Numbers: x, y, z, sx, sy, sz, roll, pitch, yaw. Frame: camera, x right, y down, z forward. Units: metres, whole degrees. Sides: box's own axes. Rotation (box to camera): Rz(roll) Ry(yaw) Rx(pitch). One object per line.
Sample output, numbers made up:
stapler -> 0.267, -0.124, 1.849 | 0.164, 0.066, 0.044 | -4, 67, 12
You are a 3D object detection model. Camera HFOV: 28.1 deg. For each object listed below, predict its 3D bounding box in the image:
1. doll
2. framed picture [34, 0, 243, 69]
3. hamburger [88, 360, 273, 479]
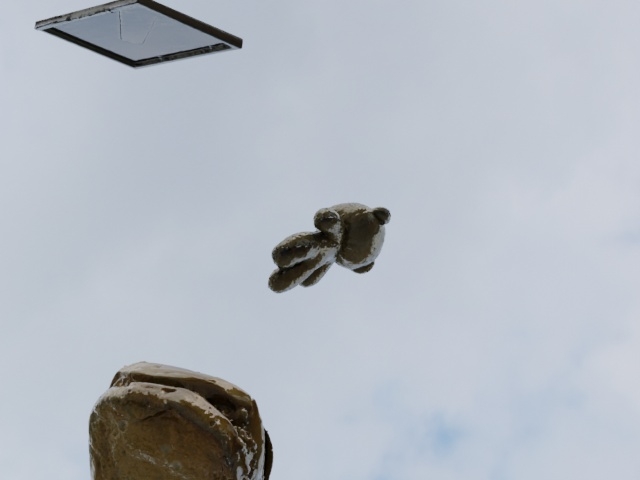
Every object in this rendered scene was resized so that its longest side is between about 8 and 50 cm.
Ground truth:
doll -> 0.007, 0.005, 0.835 | 0.051, 0.093, 0.061 | 25, -54, 14
framed picture -> -0.152, -0.171, 1.060 | 0.149, 0.109, 0.011 | -2, -104, 45
hamburger -> -0.154, 0.231, 1.347 | 0.214, 0.108, 0.213 | 12, -56, 18
